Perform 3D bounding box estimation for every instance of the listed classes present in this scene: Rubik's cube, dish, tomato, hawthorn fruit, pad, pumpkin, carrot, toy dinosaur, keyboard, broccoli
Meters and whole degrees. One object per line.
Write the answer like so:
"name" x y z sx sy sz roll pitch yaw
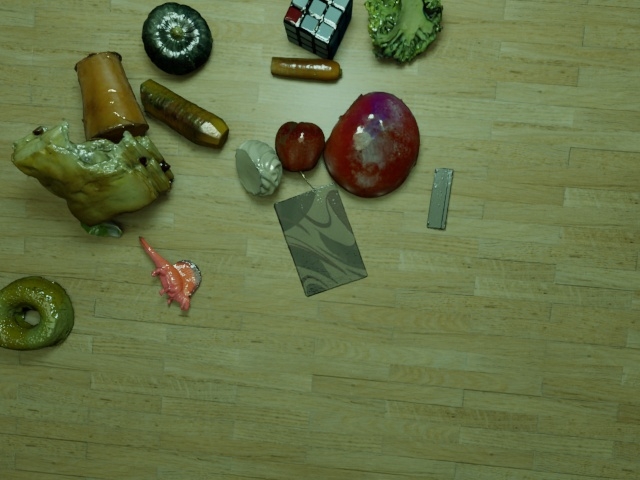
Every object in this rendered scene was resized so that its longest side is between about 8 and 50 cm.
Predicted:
"Rubik's cube" -0.003 -0.667 1.411 0.163 0.160 0.162 28 94 0
"dish" -0.710 -0.053 1.532 0.137 0.091 0.039 12 49 -1
"tomato" 0.171 -0.294 1.423 0.290 0.176 0.334 37 93 -3
"hawthorn fruit" -0.067 -0.265 1.456 0.163 0.162 0.203 4 108 2
"pad" 0.000 0.000 1.530 0.220 0.004 0.330 -20 93 3
"pumpkin" -0.438 -0.617 1.436 0.212 0.152 0.211 0 98 -1
"carrot" -0.042 -0.538 1.469 0.225 0.067 0.067 5 94 4
"carrot" -0.432 -0.390 1.471 0.302 0.114 0.114 30 94 2
"toy dinosaur" -0.477 0.091 1.533 0.139 0.070 0.286 -24 89 -7
"carrot" -0.659 -0.433 1.439 0.196 0.196 0.254 -20 91 3
"keyboard" 0.384 -0.134 1.502 0.060 0.018 0.195 9 94 9
"broccoli" 0.232 -0.680 1.378 0.243 0.273 0.180 -24 59 2

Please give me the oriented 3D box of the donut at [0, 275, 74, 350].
"donut" -0.960 0.249 1.535 0.272 0.107 0.271 0 94 0

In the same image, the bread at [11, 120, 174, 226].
"bread" -0.638 -0.193 1.360 0.314 0.370 0.191 -23 58 8

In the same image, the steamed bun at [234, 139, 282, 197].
"steamed bun" -0.183 -0.223 1.453 0.106 0.183 0.182 -30 92 -30
